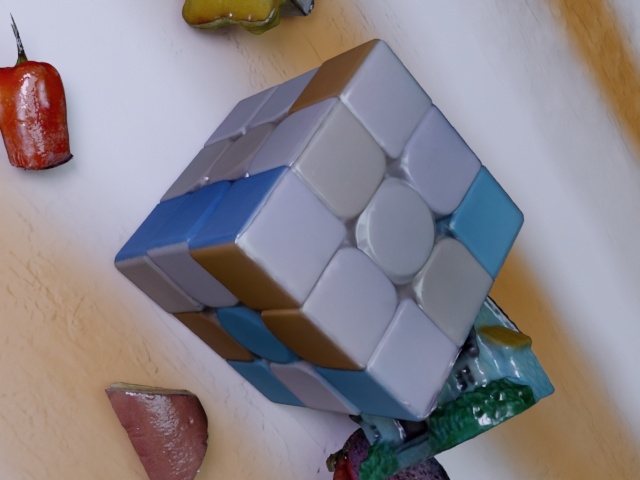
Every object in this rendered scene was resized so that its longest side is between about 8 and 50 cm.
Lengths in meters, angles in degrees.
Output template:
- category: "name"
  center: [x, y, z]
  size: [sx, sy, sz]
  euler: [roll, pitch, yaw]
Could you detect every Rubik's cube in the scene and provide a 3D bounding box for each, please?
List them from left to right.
- category: "Rubik's cube"
  center: [0.000, 0.000, 1.043]
  size: [0.346, 0.344, 0.347]
  euler: [48, 59, -24]

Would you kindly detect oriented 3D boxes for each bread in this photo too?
- category: "bread"
  center: [-0.201, 0.254, 1.035]
  size: [0.119, 0.067, 0.192]
  euler: [-32, 104, -34]
- category: "bread"
  center: [-0.108, -0.400, 1.135]
  size: [0.088, 0.161, 0.233]
  euler: [49, 51, -55]

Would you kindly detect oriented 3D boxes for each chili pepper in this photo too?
- category: "chili pepper"
  center: [-0.361, -0.184, 0.954]
  size: [0.084, 0.086, 0.192]
  euler: [-10, 101, -9]

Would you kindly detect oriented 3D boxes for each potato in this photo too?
- category: "potato"
  center: [-0.044, -0.418, 1.217]
  size: [0.086, 0.061, 0.122]
  euler: [32, 67, -57]

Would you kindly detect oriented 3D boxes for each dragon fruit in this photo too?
- category: "dragon fruit"
  center: [0.090, 0.412, 1.196]
  size: [0.224, 0.148, 0.218]
  euler: [-8, 55, -51]

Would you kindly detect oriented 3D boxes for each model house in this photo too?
- category: "model house"
  center: [0.153, 0.176, 1.132]
  size: [0.230, 0.280, 0.248]
  euler: [-7, 65, -53]
